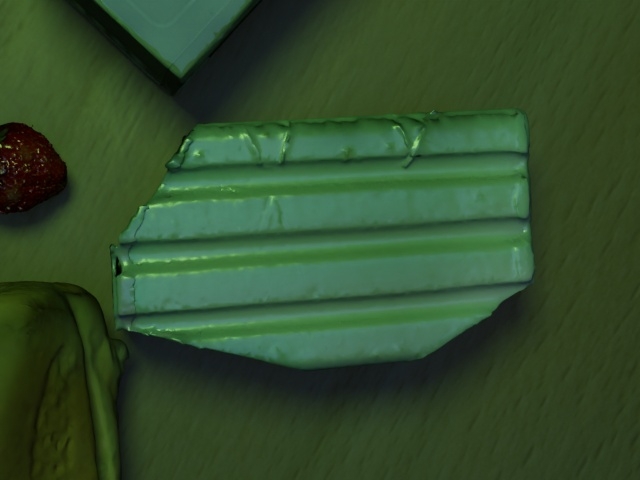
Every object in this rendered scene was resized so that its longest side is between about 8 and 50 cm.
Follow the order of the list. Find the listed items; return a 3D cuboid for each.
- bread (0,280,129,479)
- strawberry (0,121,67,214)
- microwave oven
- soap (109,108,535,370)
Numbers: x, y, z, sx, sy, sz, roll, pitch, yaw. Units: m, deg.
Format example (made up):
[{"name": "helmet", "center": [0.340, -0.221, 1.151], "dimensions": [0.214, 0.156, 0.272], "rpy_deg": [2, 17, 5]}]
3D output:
[{"name": "bread", "center": [-0.344, 0.235, 0.823], "dimensions": [0.253, 0.348, 0.375], "rpy_deg": [-4, 98, 11]}, {"name": "strawberry", "center": [-0.315, -0.071, 0.915], "dimensions": [0.106, 0.106, 0.106], "rpy_deg": [-1, 95, -13]}, {"name": "microwave oven", "center": [-0.124, -0.328, 0.888], "dimensions": [0.237, 0.181, 0.295], "rpy_deg": [42, 85, -11]}, {"name": "soap", "center": [0.000, 0.000, 0.956], "dimensions": [0.446, 0.156, 0.261], "rpy_deg": [-5, 96, -13]}]
